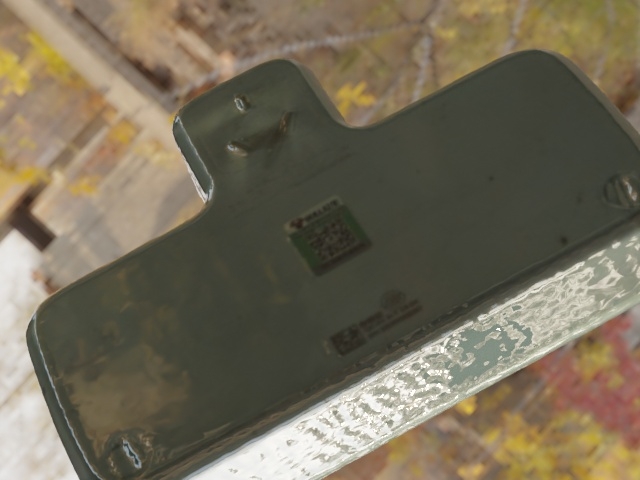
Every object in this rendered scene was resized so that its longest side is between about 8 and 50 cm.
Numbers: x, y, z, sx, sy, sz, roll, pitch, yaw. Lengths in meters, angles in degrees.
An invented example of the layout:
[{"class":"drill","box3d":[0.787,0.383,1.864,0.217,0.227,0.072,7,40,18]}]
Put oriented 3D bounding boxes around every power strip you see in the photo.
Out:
[{"class":"power strip","box3d":[0.000,0.000,0.703,0.194,0.265,0.059,59,175,42]}]
